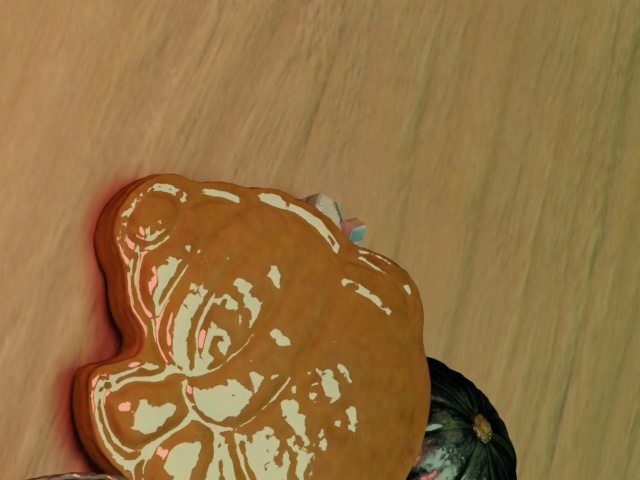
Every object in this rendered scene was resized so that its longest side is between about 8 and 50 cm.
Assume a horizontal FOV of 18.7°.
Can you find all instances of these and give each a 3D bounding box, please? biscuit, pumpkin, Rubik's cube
[{"bbox_3d":[-0.053,0.108,1.593,0.351,0.057,0.312,36,62,-26],"label":"biscuit"},{"bbox_3d":[0.099,0.196,1.801,0.194,0.150,0.194,18,70,-62],"label":"pumpkin"},{"bbox_3d":[0.000,0.001,1.727,0.073,0.075,0.084,39,73,-25],"label":"Rubik's cube"}]

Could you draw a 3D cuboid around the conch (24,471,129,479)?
[{"bbox_3d":[-0.179,0.301,1.355,0.303,0.215,0.319,37,88,-11],"label":"conch"}]
